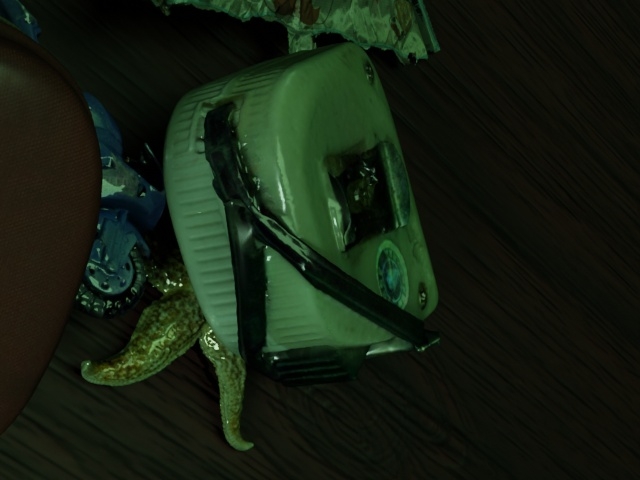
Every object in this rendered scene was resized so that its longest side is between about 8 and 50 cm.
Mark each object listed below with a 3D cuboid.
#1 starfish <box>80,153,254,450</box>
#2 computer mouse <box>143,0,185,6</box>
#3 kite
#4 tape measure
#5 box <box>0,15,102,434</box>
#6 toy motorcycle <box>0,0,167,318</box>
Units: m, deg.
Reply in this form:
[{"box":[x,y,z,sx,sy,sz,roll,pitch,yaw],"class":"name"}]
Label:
[{"box":[-0.077,0.035,0.796,0.217,0.050,0.224,-21,99,-52],"class":"starfish"},{"box":[-0.135,-0.347,0.809,0.167,0.090,0.379,-12,85,-44],"class":"computer mouse"},{"box":[-0.015,-0.195,0.866,0.406,0.014,0.369,-1,95,-55],"class":"kite"},{"box":[0.000,0.000,0.760,0.207,0.115,0.235,-39,116,-62],"class":"tape measure"},{"box":[-0.292,-0.017,0.509,0.403,0.108,0.263,15,100,-38],"class":"box"},{"box":[-0.162,-0.052,0.707,0.205,0.076,0.114,51,51,-8],"class":"toy motorcycle"}]
